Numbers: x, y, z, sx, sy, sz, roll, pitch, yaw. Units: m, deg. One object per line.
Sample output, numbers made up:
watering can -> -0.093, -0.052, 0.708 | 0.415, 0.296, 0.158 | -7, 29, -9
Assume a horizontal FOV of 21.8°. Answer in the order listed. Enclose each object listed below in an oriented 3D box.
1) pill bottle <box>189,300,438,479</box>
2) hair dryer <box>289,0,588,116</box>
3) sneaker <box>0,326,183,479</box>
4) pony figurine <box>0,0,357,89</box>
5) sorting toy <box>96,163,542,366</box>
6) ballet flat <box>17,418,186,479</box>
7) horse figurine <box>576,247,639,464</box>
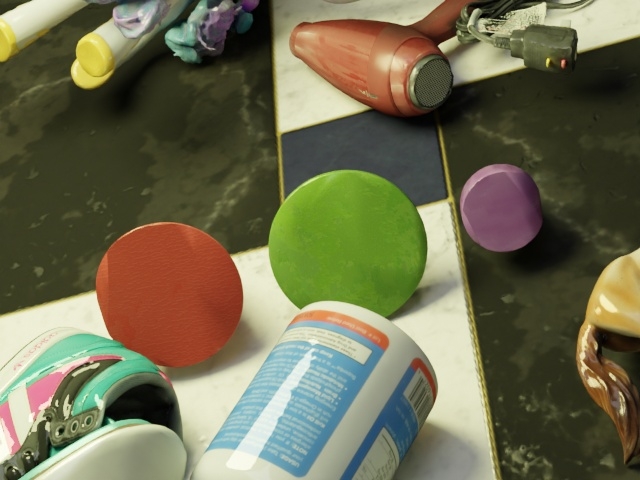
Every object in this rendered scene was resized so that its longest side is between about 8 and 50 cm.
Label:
pill bottle -> -0.017, 0.160, 1.174 | 0.124, 0.124, 0.221 | 11, 51, 32
hair dryer -> 0.110, -0.184, 1.538 | 0.293, 0.080, 0.224 | -3, 28, 15
sneaker -> -0.203, 0.189, 1.236 | 0.178, 0.124, 0.295 | 5, 47, 41
pony figurine -> -0.110, -0.294, 1.574 | 0.363, 0.303, 0.351 | -38, 3, -35
sorting toy -> 0.000, 0.000, 1.377 | 0.365, 0.127, 0.126 | -15, 12, 5
ballet flat -> -0.232, 0.287, 1.120 | 0.400, 0.139, 0.139 | -38, 42, 1
horse figurine -> 0.273, 0.041, 1.217 | 0.263, 0.066, 0.174 | -41, 50, -23
